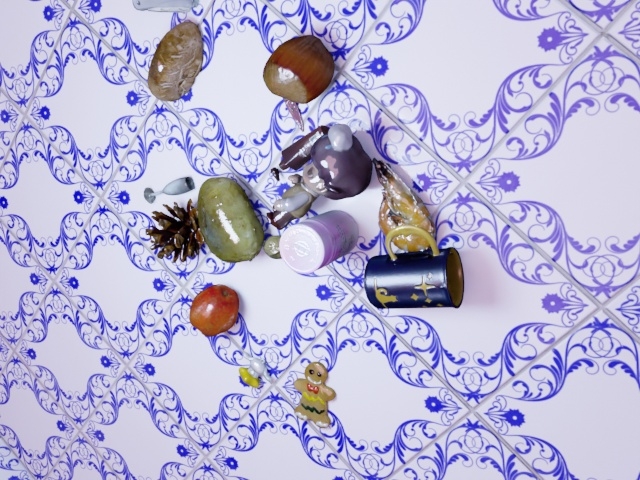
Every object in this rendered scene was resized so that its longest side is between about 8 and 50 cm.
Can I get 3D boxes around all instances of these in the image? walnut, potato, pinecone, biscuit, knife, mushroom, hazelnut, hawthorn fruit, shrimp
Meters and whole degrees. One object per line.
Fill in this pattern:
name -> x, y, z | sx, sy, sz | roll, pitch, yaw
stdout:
walnut -> -0.145, 0.022, 1.881 | 0.092, 0.092, 0.092 | 6, 104, 25
potato -> -0.305, -0.066, 1.883 | 0.210, 0.173, 0.307 | -17, 92, 47
pinecone -> -0.504, -0.027, 1.976 | 0.202, 0.202, 0.228 | 1, 123, -9
biscuit -> -0.024, 0.534, 1.964 | 0.158, 0.035, 0.240 | 9, 106, 21
knife -> -0.524, -0.802, 1.899 | 0.266, 0.041, 0.073 | 9, 115, 24
mushroom -> -0.498, -0.590, 1.873 | 0.156, 0.151, 0.285 | 34, 114, 14
hazelnut -> -0.072, -0.510, 1.668 | 0.210, 0.186, 0.210 | 17, 115, 40
hawthorn fruit -> -0.369, 0.244, 1.993 | 0.189, 0.189, 0.189 | 6, 104, 25
knife -> -0.106, -0.457, 1.791 | 0.036, 0.018, 0.247 | -27, 92, 25
shrimp -> 0.223, -0.099, 1.686 | 0.164, 0.062, 0.316 | -32, 90, 30

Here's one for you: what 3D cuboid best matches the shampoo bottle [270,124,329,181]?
shampoo bottle -> -0.065, -0.273, 1.784 | 0.236, 0.067, 0.068 | -31, 68, 29

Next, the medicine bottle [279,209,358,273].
medicine bottle -> 0.000, 0.000, 1.706 | 0.152, 0.254, 0.152 | 6, 104, 26

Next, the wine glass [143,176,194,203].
wine glass -> -0.544, -0.185, 2.038 | 0.198, 0.066, 0.066 | -13, 96, 26

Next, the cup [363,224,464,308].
cup -> 0.264, 0.074, 1.644 | 0.257, 0.178, 0.254 | -5, 95, 28

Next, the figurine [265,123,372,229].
figurine -> -0.017, -0.189, 1.691 | 0.365, 0.218, 0.206 | -23, 93, 25

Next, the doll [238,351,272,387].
doll -> -0.244, 0.464, 2.039 | 0.113, 0.071, 0.135 | -27, 84, 20
